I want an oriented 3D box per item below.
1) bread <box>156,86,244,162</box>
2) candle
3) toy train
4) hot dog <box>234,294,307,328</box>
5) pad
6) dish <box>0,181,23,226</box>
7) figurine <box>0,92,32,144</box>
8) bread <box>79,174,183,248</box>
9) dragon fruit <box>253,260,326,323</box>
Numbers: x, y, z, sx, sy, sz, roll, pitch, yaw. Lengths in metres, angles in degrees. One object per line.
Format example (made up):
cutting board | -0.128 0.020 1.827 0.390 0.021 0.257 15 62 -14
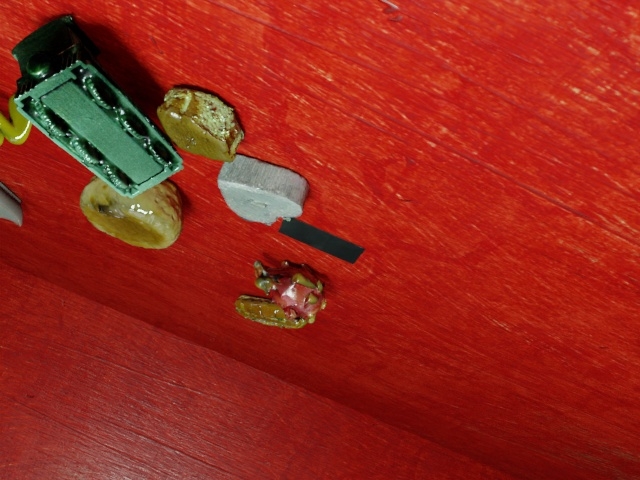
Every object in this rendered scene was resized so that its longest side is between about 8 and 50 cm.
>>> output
bread | -0.199 -0.195 1.088 0.127 0.069 0.140 15 158 14
candle | -0.123 -0.098 1.239 0.168 0.068 0.192 33 154 -33
toy train | -0.363 -0.215 1.062 0.138 0.178 0.330 -30 150 4
hot dog | -0.155 0.222 1.995 0.268 0.072 0.115 6 145 36
pad | 0.000 0.000 1.435 0.193 0.004 0.116 23 158 -4
dish | -0.994 -0.137 1.934 0.151 0.077 0.212 15 157 20
figurine | -0.773 -0.285 1.209 0.204 0.284 0.338 -31 173 29
bread | -0.420 -0.081 1.468 0.244 0.134 0.244 17 154 9
dragon fruit | -0.081 0.116 1.606 0.207 0.133 0.150 34 164 -4
